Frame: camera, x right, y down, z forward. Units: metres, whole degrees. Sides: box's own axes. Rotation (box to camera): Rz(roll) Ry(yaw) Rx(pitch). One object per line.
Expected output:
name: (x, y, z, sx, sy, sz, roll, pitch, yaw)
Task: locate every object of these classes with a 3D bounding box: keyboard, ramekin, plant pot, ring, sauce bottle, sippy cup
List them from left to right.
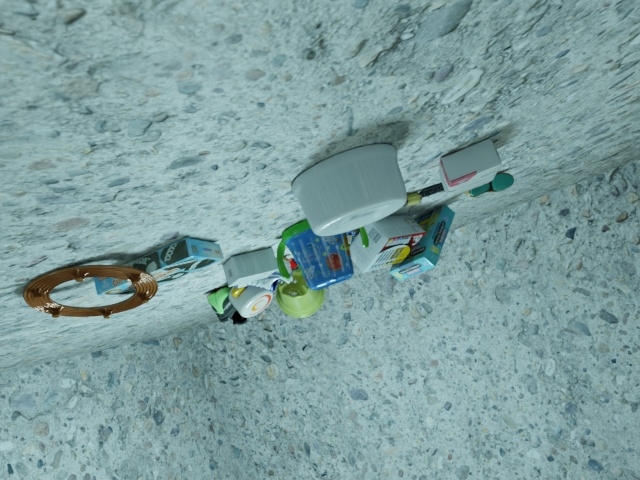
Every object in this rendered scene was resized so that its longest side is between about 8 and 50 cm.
ring: (-0.623, 0.153, 1.336, 0.336, 0.032, 0.337, -13, 154, -6)
plant pot: (-0.121, 0.249, 2.584, 0.276, 0.276, 0.254, -19, 158, -3)
sippy cup: (0.007, 0.047, 1.694, 0.240, 0.224, 0.305, -13, 169, -33)
ramekin: (0.079, -0.114, 1.198, 0.277, 0.135, 0.277, -19, 171, -3)
sauce bottle: (0.309, -0.146, 1.767, 0.128, 0.042, 0.042, -12, 168, -26)
keyboard: (0.455, -0.196, 1.827, 0.180, 0.023, 0.108, -18, 171, -7)

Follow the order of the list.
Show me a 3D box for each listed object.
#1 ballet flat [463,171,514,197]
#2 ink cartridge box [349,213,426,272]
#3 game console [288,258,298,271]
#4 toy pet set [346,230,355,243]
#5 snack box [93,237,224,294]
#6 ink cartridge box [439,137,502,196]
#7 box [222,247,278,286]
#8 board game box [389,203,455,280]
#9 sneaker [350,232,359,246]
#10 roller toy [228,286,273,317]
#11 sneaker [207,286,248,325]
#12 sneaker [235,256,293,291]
ballet flat: (0.679, -0.232, 1.980, 0.232, 0.080, 0.073, -14, -163, -19)
ink cartridge box: (0.272, 0.032, 2.128, 0.309, 0.130, 0.272, -9, 141, -48)
game console: (-0.181, 0.120, 2.368, 0.144, 0.085, 0.124, -21, -159, 14)
toy pet set: (0.072, -0.029, 1.967, 0.122, 0.065, 0.114, -6, -161, -45)
snack box: (-0.470, 0.082, 1.428, 0.321, 0.060, 0.187, -22, 169, 14)
ink cartridge box: (0.455, -0.217, 1.495, 0.158, 0.092, 0.218, -21, 169, 10)
box: (-0.268, 0.102, 1.855, 0.170, 0.091, 0.130, -13, 168, -32)
board game box: (0.483, 0.010, 2.305, 0.254, 0.079, 0.336, -34, -158, 54)
sneaker: (0.171, 0.022, 2.287, 0.126, 0.091, 0.240, -20, 171, 17)
roller toy: (-0.344, 0.266, 2.360, 0.209, 0.146, 0.191, -23, 149, -39)
sneaker: (-0.434, 0.350, 2.592, 0.185, 0.202, 0.483, -22, 170, 20)
sneaker: (-0.264, 0.179, 2.187, 0.296, 0.131, 0.112, -21, 172, 19)
